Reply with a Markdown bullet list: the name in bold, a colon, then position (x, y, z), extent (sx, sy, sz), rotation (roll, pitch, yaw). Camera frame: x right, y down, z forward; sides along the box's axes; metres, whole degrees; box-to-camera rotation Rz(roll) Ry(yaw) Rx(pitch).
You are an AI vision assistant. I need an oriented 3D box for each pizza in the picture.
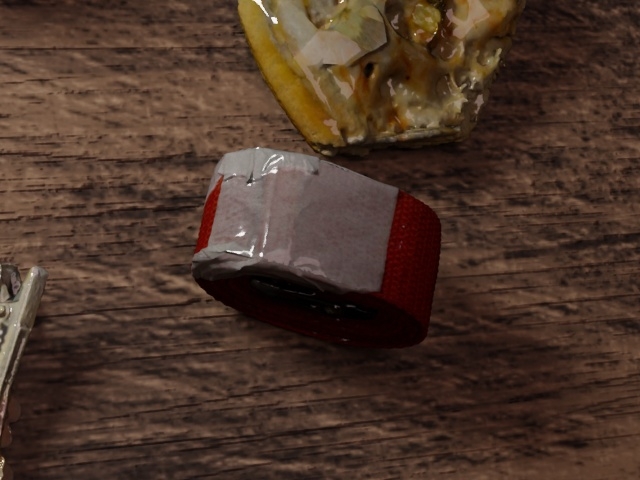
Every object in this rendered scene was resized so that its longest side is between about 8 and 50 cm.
- **pizza**: position (0.081, -0.174, 1.601), extent (0.297, 0.071, 0.189), rotation (-15, 77, -28)

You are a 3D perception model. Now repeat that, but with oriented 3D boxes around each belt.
- **belt**: position (0.000, 0.000, 1.469), extent (0.200, 0.128, 0.124), rotation (18, 65, -15)

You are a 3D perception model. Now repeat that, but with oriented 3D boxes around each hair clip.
- **hair clip**: position (-0.246, 0.117, 1.366), extent (0.062, 0.056, 0.214), rotation (26, 66, -42)
